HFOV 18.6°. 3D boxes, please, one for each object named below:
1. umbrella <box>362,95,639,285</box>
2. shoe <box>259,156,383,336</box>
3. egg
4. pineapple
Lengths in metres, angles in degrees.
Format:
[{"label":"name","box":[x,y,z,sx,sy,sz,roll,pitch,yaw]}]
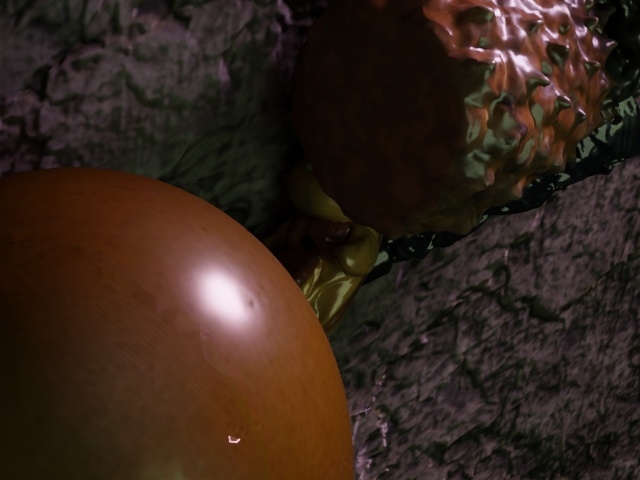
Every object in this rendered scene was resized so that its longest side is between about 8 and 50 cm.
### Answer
[{"label":"umbrella","box":[0.103,-0.037,1.243,0.224,0.071,0.080,-30,125,-18]},{"label":"shoe","box":[0.001,0.003,1.156,0.069,0.072,0.109,19,106,-53]},{"label":"egg","box":[-0.130,0.130,0.936,0.283,0.282,0.351,-14,131,-42]},{"label":"pineapple","box":[0.138,-0.117,1.148,0.340,0.169,0.169,-25,137,-43]}]
